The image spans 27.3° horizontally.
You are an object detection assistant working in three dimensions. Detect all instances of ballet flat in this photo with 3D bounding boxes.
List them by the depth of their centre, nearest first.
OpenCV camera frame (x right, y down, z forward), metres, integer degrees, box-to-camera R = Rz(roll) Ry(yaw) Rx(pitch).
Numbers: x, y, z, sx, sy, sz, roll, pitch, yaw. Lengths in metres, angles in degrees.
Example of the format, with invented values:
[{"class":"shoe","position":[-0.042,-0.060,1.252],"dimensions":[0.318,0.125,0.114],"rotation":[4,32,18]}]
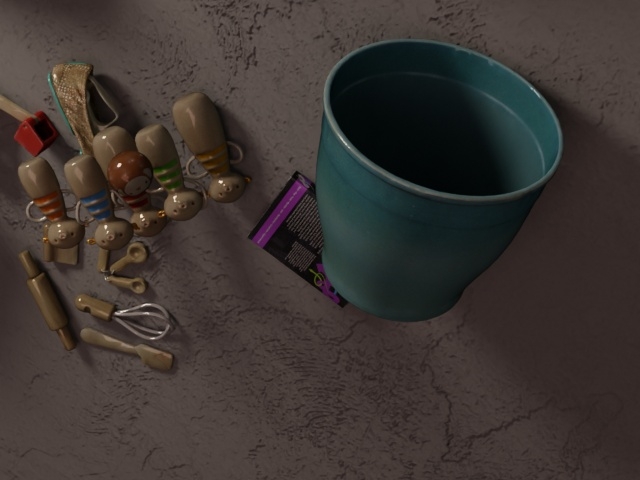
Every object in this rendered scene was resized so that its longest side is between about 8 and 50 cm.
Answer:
[{"class":"ballet flat","position":[-0.289,-0.137,1.717],"dimensions":[0.067,0.073,0.206],"rotation":[-16,114,9]}]

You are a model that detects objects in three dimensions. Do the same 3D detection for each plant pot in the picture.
[{"class":"plant pot","position":[0.111,-0.051,1.530],"dimensions":[0.272,0.271,0.255],"rotation":[22,134,6]}]

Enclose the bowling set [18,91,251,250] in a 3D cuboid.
[{"class":"bowling set","position":[-0.232,-0.051,1.622],"dimensions":[0.287,0.200,0.154],"rotation":[-22,111,3]}]

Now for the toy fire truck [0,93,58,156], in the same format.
[{"class":"toy fire truck","position":[-0.462,-0.164,1.768],"dimensions":[0.192,0.047,0.135],"rotation":[45,119,-6]}]

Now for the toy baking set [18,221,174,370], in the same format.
[{"class":"toy baking set","position":[-0.312,0.086,1.854],"dimensions":[0.197,0.030,0.256],"rotation":[-10,112,22]}]

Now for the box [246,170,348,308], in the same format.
[{"class":"box","position":[0.000,0.000,1.713],"dimensions":[0.162,0.029,0.116],"rotation":[38,121,-1]}]
